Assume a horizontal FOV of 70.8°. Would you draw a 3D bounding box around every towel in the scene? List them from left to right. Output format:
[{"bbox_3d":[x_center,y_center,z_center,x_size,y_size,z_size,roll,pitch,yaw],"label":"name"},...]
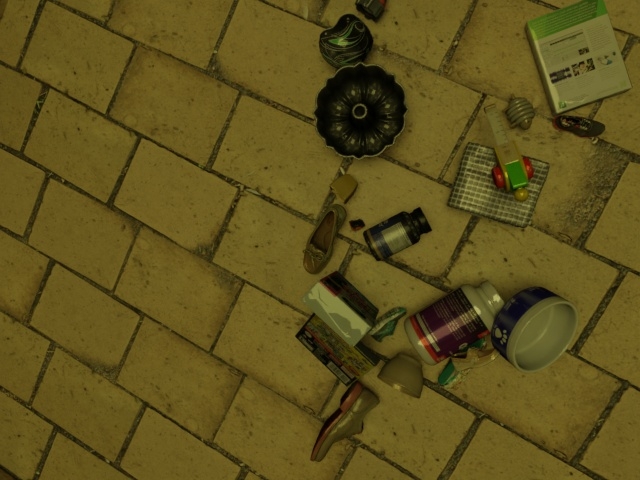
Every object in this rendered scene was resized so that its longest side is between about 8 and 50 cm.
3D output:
[{"bbox_3d":[0.590,-0.183,1.496,0.283,0.121,0.235,17,97,11],"label":"towel"}]

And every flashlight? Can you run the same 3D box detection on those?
[{"bbox_3d":[0.241,-0.919,1.551,0.103,0.103,0.304,37,100,10],"label":"flashlight"}]

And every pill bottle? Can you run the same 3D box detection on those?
[{"bbox_3d":[0.270,-0.026,1.574,0.219,0.123,0.123,-28,86,12],"label":"pill bottle"},{"bbox_3d":[0.456,0.270,1.514,0.322,0.181,0.182,-34,85,12],"label":"pill bottle"}]

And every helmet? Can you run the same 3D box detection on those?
[{"bbox_3d":[0.083,-0.680,1.568,0.169,0.169,0.161,43,84,8],"label":"helmet"}]

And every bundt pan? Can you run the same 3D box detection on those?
[{"bbox_3d":[0.144,-0.440,1.584,0.330,0.124,0.331,0,92,12],"label":"bundt pan"}]

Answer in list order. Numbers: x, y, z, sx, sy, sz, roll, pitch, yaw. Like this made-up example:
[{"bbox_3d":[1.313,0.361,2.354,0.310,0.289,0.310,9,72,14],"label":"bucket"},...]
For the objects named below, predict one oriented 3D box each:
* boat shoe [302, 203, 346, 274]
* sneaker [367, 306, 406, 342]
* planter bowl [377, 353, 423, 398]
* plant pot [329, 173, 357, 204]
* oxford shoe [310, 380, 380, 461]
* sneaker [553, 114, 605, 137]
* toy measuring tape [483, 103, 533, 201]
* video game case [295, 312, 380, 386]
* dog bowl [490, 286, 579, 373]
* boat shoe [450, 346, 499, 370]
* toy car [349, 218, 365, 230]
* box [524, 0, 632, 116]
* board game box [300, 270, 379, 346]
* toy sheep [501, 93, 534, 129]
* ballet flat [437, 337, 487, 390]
[{"bbox_3d":[0.000,0.000,1.637,0.104,0.089,0.285,26,109,15],"label":"boat shoe"},{"bbox_3d":[0.250,0.307,1.633,0.166,0.065,0.076,-38,101,15],"label":"sneaker"},{"bbox_3d":[0.295,0.467,1.584,0.162,0.162,0.109,26,72,10],"label":"planter bowl"},{"bbox_3d":[0.090,-0.193,1.632,0.083,0.081,0.081,-43,83,-1],"label":"plant pot"},{"bbox_3d":[0.086,0.690,1.649,0.130,0.123,0.348,33,100,4],"label":"oxford shoe"},{"bbox_3d":[0.842,-0.372,1.459,0.157,0.065,0.061,12,95,12],"label":"sneaker"},{"bbox_3d":[0.575,-0.263,1.402,0.121,0.121,0.330,-16,68,13],"label":"toy measuring tape"},{"bbox_3d":[0.052,0.383,1.609,0.275,0.035,0.248,42,141,8],"label":"video game case"},{"bbox_3d":[0.680,0.284,1.432,0.264,0.104,0.265,-10,116,-21],"label":"dog bowl"},{"bbox_3d":[0.498,0.378,1.469,0.170,0.063,0.059,-34,86,39],"label":"boat shoe"},{"bbox_3d":[0.107,-0.079,1.662,0.122,0.060,0.041,49,146,23],"label":"toy car"},{"bbox_3d":[0.829,-0.597,1.459,0.232,0.058,0.322,-17,90,13],"label":"box"},{"bbox_3d":[0.077,0.221,1.534,0.224,0.303,0.097,43,98,8],"label":"board game box"},{"bbox_3d":[0.658,-0.427,1.490,0.091,0.091,0.132,-25,82,13],"label":"toy sheep"},{"bbox_3d":[0.506,0.430,1.573,0.077,0.091,0.241,33,105,-21],"label":"ballet flat"}]
